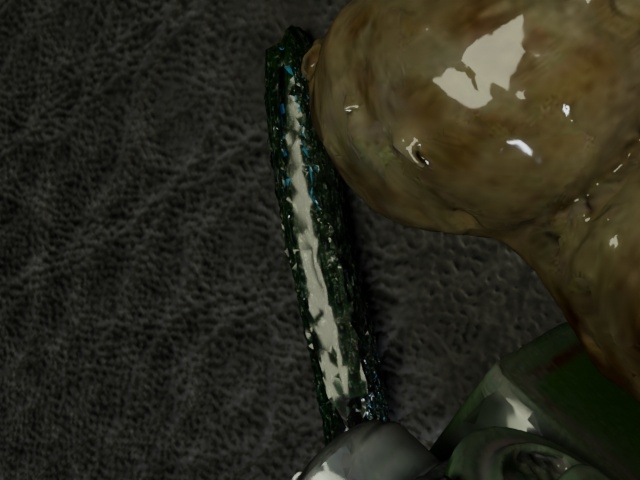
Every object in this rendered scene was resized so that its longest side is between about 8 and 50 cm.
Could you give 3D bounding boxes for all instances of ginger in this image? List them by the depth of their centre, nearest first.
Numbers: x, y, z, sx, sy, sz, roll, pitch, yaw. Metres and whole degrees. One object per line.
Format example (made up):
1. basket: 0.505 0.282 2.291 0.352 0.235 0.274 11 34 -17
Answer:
1. ginger: 0.134 -0.046 0.485 0.375 0.176 0.256 52 139 8

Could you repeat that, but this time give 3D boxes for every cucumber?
1. cucumber: -0.001 0.000 0.665 0.043 0.044 0.257 -10 89 23

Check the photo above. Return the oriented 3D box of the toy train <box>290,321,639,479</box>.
1. toy train: 0.134 0.185 0.475 0.307 0.248 0.173 42 115 20
